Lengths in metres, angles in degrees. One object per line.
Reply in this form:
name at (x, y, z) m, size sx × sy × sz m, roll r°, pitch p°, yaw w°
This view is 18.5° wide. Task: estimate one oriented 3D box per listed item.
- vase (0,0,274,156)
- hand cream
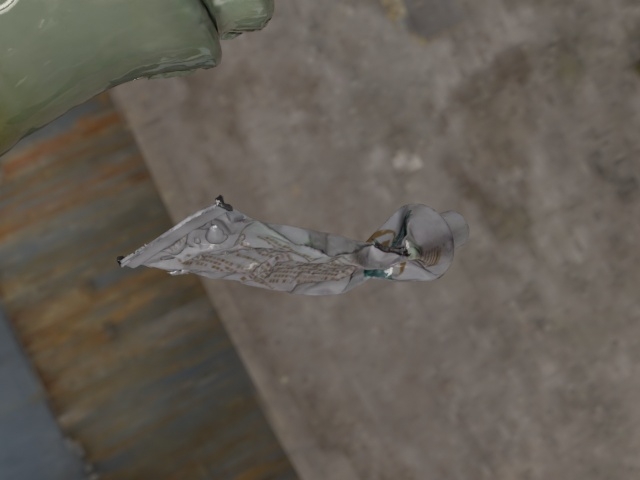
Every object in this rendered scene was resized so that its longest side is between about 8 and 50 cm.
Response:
vase at (-0.161, 0.023, 0.378) m, size 0.173 × 0.321 × 0.173 m, roll 43°, pitch 173°, yaw 6°
hand cream at (0.001, 0.004, 1.182) m, size 0.084 × 0.257 × 0.050 m, roll -28°, pitch 72°, yaw 39°
